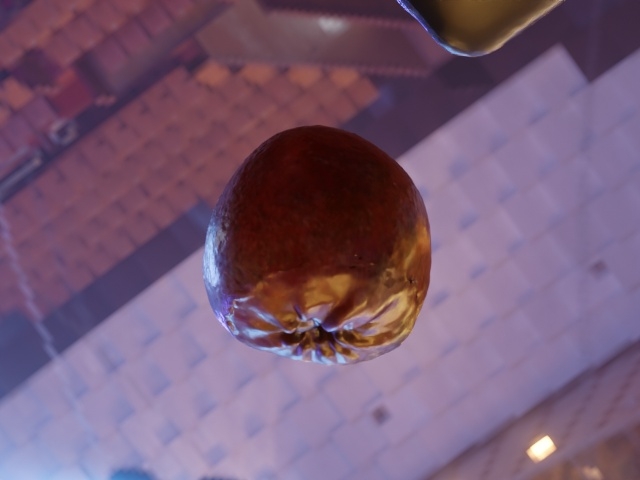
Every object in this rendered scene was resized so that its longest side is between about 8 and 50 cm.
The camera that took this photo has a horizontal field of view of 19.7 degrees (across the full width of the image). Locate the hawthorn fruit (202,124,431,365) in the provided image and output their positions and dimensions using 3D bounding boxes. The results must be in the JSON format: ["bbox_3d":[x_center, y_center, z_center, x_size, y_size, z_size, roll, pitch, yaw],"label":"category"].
[{"bbox_3d":[0.000,0.000,1.313,0.173,0.173,0.173,-36,-173,5],"label":"hawthorn fruit"}]

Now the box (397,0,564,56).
[{"bbox_3d":[0.125,-0.305,1.294,0.289,0.290,0.073,-36,-155,19],"label":"box"}]
